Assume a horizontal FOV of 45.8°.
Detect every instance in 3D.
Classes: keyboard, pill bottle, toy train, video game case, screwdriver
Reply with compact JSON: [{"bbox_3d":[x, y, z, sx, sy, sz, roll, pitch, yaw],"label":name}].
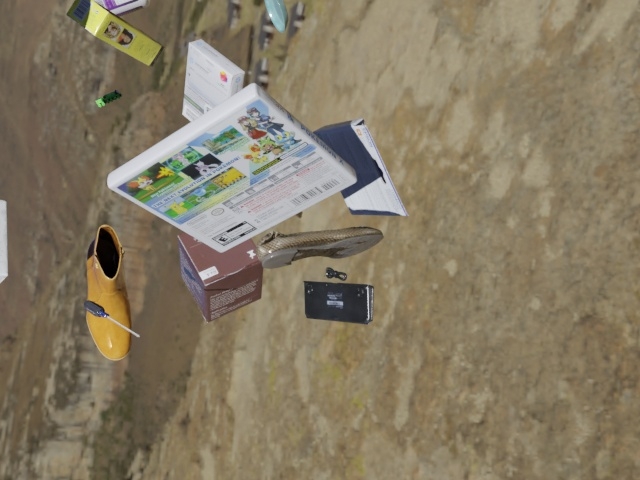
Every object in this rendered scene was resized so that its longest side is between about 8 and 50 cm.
[{"bbox_3d":[0.035,0.108,1.521,0.180,0.023,0.108,0,93,43],"label":"keyboard"},{"bbox_3d":[-0.473,-0.596,1.807,0.108,0.193,0.108,159,90,-85],"label":"pill bottle"},{"bbox_3d":[-0.562,-0.378,2.012,0.083,0.024,0.017,-18,27,25],"label":"toy train"},{"bbox_3d":[-0.150,-0.110,1.337,0.329,0.300,0.036,-26,53,24],"label":"video game case"},{"bbox_3d":[-0.412,0.154,1.503,0.169,0.024,0.025,18,95,33],"label":"screwdriver"}]

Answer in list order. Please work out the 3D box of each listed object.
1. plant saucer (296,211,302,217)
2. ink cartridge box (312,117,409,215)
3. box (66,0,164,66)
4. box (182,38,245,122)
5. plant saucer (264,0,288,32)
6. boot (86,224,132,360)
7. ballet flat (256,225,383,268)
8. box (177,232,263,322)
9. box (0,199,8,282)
[{"bbox_3d":[-0.143,-0.169,2.078,0.041,0.278,0.278,-46,26,3],"label":"plant saucer"},{"bbox_3d":[0.097,-0.157,1.657,0.224,0.045,0.223,7,127,59],"label":"ink cartridge box"},{"bbox_3d":[-0.426,-0.438,1.593,0.058,0.087,0.232,-55,-16,7],"label":"box"},{"bbox_3d":[-0.234,-0.315,1.632,0.145,0.038,0.186,40,139,24],"label":"box"},{"bbox_3d":[-0.110,-0.592,1.936,0.119,0.021,0.119,60,167,23],"label":"plant saucer"},{"bbox_3d":[-0.500,0.126,1.787,0.211,0.104,0.295,137,122,-65],"label":"boot"},{"bbox_3d":[0.000,0.000,1.340,0.058,0.249,0.084,67,150,24],"label":"ballet flat"},{"bbox_3d":[-0.258,0.072,1.964,0.167,0.168,0.203,56,156,27],"label":"box"},{"bbox_3d":[-0.702,0.014,1.539,0.130,0.091,0.171,-33,59,43],"label":"box"}]
